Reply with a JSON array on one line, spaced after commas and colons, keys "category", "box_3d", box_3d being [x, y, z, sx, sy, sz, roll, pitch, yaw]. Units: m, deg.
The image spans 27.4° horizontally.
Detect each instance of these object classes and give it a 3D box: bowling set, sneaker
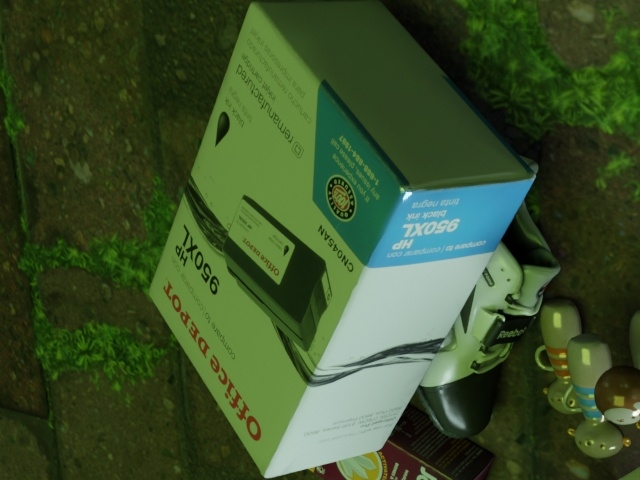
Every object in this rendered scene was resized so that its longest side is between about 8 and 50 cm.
[{"category": "bowling set", "box_3d": [0.306, 0.162, 1.266, 0.287, 0.200, 0.154, 3, 110, 37]}, {"category": "sneaker", "box_3d": [0.173, 0.062, 1.356, 0.146, 0.122, 0.330, 8, 112, 34]}]

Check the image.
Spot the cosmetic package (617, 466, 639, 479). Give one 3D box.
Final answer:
[{"category": "cosmetic package", "box_3d": [0.351, 0.384, 1.271, 0.296, 0.129, 0.153, 56, 165, 26]}]

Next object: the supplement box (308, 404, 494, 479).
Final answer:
[{"category": "supplement box", "box_3d": [0.091, 0.256, 1.512, 0.188, 0.081, 0.104, 29, 121, 22]}]

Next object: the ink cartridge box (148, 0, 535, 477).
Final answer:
[{"category": "ink cartridge box", "box_3d": [0.000, 0.000, 1.317, 0.285, 0.166, 0.395, 53, 136, 34]}]
